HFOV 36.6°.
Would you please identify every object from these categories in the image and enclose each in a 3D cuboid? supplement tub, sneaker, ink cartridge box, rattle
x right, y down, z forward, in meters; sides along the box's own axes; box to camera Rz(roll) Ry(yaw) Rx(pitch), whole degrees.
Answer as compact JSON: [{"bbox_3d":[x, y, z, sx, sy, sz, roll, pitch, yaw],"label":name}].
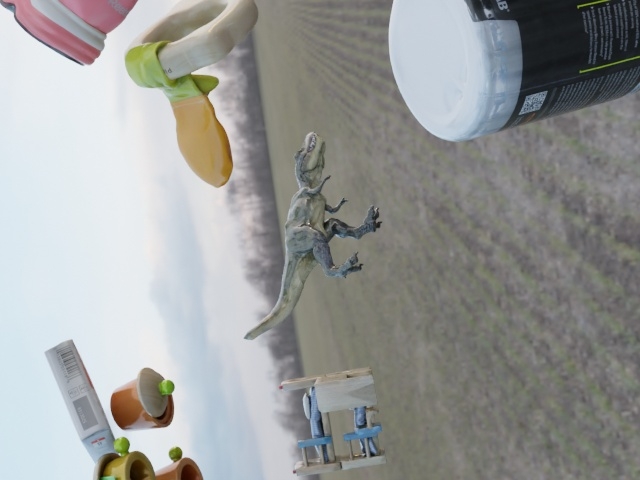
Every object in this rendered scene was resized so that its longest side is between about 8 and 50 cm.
[{"bbox_3d":[0.268,-0.250,1.133,0.207,0.338,0.207,48,146,47],"label":"supplement tub"},{"bbox_3d":[-0.264,-0.304,0.875,0.314,0.136,0.116,49,-173,10],"label":"sneaker"},{"bbox_3d":[-0.296,0.233,1.266,0.145,0.045,0.179,57,167,32],"label":"ink cartridge box"},{"bbox_3d":[-0.086,-0.169,0.887,0.143,0.130,0.199,46,-153,-20],"label":"rattle"}]

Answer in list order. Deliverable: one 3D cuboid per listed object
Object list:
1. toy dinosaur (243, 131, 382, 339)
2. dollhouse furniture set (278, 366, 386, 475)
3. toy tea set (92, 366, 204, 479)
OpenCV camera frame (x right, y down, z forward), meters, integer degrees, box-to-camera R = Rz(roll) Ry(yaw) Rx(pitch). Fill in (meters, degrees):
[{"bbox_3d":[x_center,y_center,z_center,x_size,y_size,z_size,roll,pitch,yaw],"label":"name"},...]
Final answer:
[{"bbox_3d":[0.000,0.000,1.135,0.064,0.118,0.268,53,-135,-55],"label":"toy dinosaur"},{"bbox_3d":[0.015,0.244,1.276,0.183,0.129,0.129,62,-161,-85],"label":"dollhouse furniture set"},{"bbox_3d":[-0.170,0.322,1.207,0.200,0.124,0.336,-42,-68,-71],"label":"toy tea set"}]
